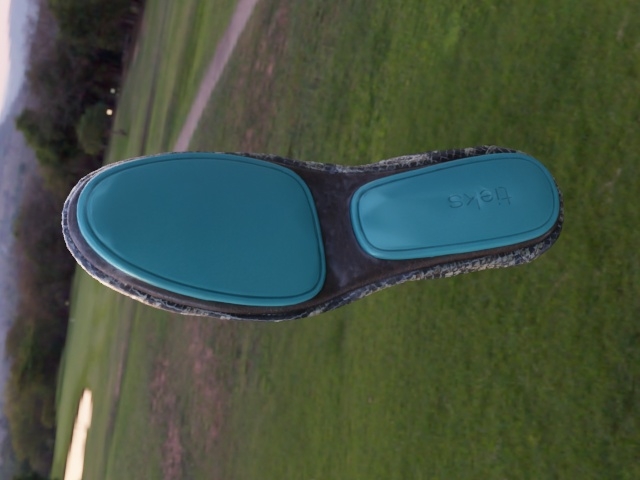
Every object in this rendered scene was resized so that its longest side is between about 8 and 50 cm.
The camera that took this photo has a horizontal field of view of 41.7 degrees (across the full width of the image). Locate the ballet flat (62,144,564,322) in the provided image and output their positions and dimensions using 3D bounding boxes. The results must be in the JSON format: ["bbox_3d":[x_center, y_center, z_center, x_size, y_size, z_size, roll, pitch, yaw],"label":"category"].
[{"bbox_3d":[0.000,0.000,0.825,0.182,0.483,0.164,133,129,-67],"label":"ballet flat"}]
